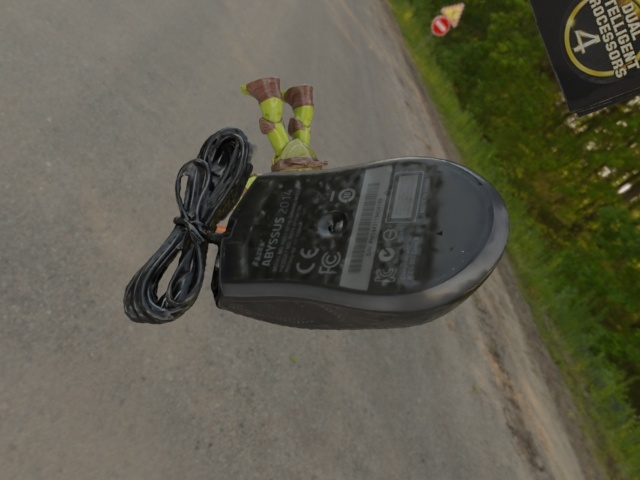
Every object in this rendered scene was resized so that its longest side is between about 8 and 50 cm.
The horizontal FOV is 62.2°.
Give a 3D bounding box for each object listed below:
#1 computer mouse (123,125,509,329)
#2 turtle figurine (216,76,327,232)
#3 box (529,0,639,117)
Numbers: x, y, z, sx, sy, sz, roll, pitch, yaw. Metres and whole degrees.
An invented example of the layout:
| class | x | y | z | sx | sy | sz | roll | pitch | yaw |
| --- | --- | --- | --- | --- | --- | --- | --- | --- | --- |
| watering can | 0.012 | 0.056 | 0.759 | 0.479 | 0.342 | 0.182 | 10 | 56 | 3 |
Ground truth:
| class | x | y | z | sx | sy | sz | roll | pitch | yaw |
| --- | --- | --- | --- | --- | --- | --- | --- | --- | --- |
| computer mouse | 0.000 | 0.000 | 0.393 | 0.072 | 0.272 | 0.188 | 56 | 46 | -49 |
| turtle figurine | -0.049 | -0.106 | 0.722 | 0.269 | 0.087 | 0.217 | -8 | 86 | -35 |
| box | 0.280 | -0.310 | 0.458 | 0.395 | 0.097 | 0.318 | -28 | 96 | -37 |
